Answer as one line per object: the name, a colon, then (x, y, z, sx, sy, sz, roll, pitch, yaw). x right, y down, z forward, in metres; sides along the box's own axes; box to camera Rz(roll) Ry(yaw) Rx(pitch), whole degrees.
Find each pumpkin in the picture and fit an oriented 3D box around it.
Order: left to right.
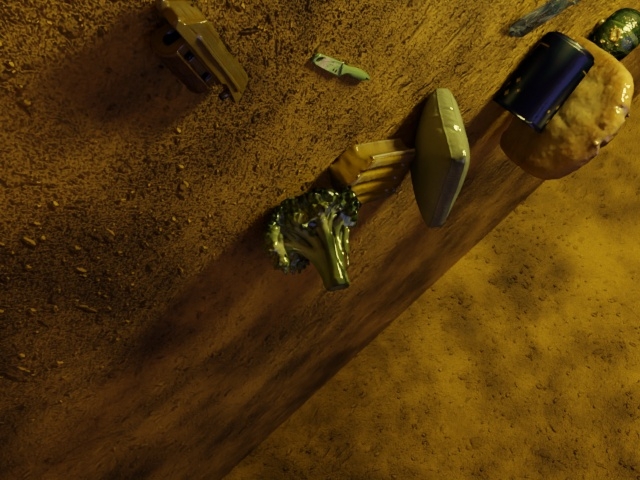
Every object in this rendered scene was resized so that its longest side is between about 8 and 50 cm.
pumpkin: (0.985, -0.681, 1.958, 0.190, 0.146, 0.190, 25, 90, -89)

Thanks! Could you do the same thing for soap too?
soap: (0.121, -0.169, 1.482, 0.258, 0.080, 0.160, -17, 143, -48)

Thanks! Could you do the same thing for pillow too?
pillow: (0.310, -0.213, 1.556, 0.120, 0.255, 0.322, -3, 150, -4)

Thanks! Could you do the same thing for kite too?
kite: (0.619, -0.608, 1.486, 0.310, 0.015, 0.169, -30, 171, 35)

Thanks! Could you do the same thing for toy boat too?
toy boat: (-0.173, -0.261, 0.846, 0.088, 0.068, 0.226, -39, 161, 2)

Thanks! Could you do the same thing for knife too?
knife: (0.043, -0.333, 1.149, 0.207, 0.014, 0.030, -3, 134, -56)

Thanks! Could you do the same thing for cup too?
cup: (0.660, -0.495, 1.787, 0.178, 0.255, 0.256, 25, 112, -26)

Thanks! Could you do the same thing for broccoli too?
broccoli: (0.000, 0.000, 1.357, 0.247, 0.243, 0.263, -35, 158, 31)

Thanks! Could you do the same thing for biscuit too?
biscuit: (0.757, -0.392, 1.842, 0.104, 0.446, 0.429, 27, 119, -24)
